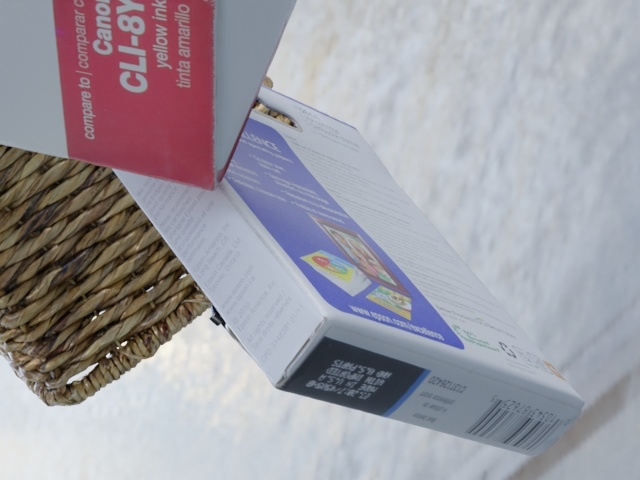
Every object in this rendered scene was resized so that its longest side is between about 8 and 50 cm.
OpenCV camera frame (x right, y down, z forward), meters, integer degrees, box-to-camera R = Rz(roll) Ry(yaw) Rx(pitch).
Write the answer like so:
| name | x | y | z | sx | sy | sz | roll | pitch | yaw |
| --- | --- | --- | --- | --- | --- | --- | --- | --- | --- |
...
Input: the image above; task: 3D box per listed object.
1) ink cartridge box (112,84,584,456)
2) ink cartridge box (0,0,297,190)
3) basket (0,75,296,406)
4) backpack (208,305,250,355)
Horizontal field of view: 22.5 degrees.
| name | x | y | z | sx | sy | sz | roll | pitch | yaw |
| --- | --- | --- | --- | --- | --- | --- | --- | --- | --- |
| ink cartridge box | 0.000 | 0.000 | 1.071 | 0.072 | 0.304 | 0.307 | -52 | 52 | 15 |
| ink cartridge box | -0.206 | -0.213 | 0.964 | 0.160 | 0.385 | 0.279 | 93 | -169 | -49 |
| basket | -0.169 | -0.037 | 1.306 | 0.299 | 0.223 | 0.213 | -38 | 11 | -12 |
| backpack | -0.019 | 0.049 | 1.365 | 0.084 | 0.105 | 0.114 | -6 | 42 | 54 |
